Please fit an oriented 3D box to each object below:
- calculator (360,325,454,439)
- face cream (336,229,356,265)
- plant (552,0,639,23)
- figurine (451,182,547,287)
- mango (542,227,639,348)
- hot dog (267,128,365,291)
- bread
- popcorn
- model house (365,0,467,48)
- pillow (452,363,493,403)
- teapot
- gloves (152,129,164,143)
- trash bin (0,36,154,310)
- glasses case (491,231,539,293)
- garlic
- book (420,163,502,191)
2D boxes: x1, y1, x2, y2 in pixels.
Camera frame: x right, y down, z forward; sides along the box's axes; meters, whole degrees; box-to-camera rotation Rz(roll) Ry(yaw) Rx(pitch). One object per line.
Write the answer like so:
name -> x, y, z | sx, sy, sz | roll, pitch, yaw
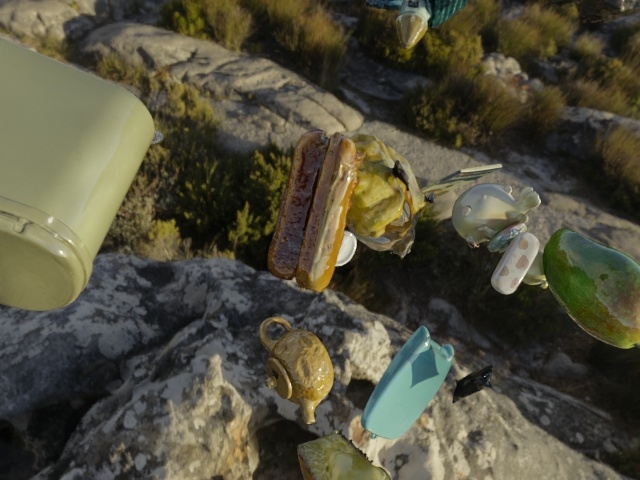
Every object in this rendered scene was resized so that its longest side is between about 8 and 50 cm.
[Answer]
calculator -> 0.275, 0.470, 1.596 | 0.386, 0.256, 0.054 | -55, 39, -1
face cream -> 0.000, 0.000, 1.294 | 0.073, 0.269, 0.107 | 43, 83, -22
plant -> 0.634, -0.599, 1.094 | 0.213, 0.215, 0.312 | 47, 17, -9
figurine -> 0.602, -0.025, 1.582 | 0.226, 0.274, 0.394 | -11, 59, -43
mango -> 0.736, 0.111, 1.352 | 0.201, 0.225, 0.382 | -15, 46, -8
hot dog -> -0.008, -0.062, 1.085 | 0.158, 0.349, 0.117 | 20, 13, 30
bread -> 0.048, 0.693, 1.478 | 0.204, 0.163, 0.262 | -3, 19, -33
popcorn -> 0.138, -0.125, 1.356 | 0.280, 0.316, 0.297 | -18, 44, 22
model house -> 0.189, -0.491, 0.909 | 0.253, 0.184, 0.291 | 9, 82, 6
pillow -> 0.457, 0.430, 1.517 | 0.048, 0.150, 0.090 | 53, 39, 5
teapot -> -0.083, 0.347, 1.376 | 0.167, 0.203, 0.311 | -18, 64, -32
gloves -> -0.477, -0.297, 1.455 | 0.037, 0.044, 0.081 | 21, 11, 2
trash bin -> -0.311, -0.080, 0.500 | 0.243, 0.121, 0.247 | 21, 45, -13
glasses case -> 0.471, 0.054, 1.220 | 0.063, 0.041, 0.164 | 35, 80, -3
garlic -> 0.204, -0.094, 1.637 | 0.292, 0.237, 0.210 | 47, 11, -14
book -> 0.481, -0.211, 1.885 | 0.228, 0.322, 0.018 | -12, 83, -33
